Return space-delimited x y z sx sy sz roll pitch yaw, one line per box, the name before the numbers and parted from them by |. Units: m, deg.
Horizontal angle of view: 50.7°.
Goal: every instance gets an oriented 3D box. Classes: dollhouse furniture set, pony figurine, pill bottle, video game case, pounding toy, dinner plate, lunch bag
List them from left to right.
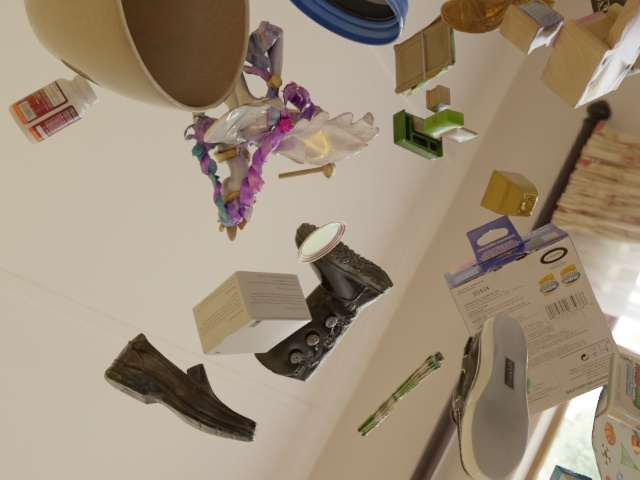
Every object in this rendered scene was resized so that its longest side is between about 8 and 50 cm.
pill bottle | -0.508 -0.257 1.296 0.152 0.086 0.086 -32 -48 -11
pony figurine | -0.115 -0.218 1.244 0.302 0.351 0.364 8 -118 -39
pounding toy | -0.078 -0.262 1.734 0.155 0.269 0.154 -56 -14 -33
dinner plate | 0.000 0.000 1.557 0.141 0.017 0.141 -31 -25 -16
dollhouse furniture set | 0.304 -0.391 1.740 0.151 0.197 0.302 13 -111 -37
dollhouse furniture set | 0.280 -0.340 0.683 0.286 0.303 0.198 -25 -29 -26
lunch bag | 0.547 0.388 1.094 0.114 0.303 0.243 -7 -53 0
video game case | 0.456 0.223 0.903 0.157 0.143 0.019 -37 -29 -59

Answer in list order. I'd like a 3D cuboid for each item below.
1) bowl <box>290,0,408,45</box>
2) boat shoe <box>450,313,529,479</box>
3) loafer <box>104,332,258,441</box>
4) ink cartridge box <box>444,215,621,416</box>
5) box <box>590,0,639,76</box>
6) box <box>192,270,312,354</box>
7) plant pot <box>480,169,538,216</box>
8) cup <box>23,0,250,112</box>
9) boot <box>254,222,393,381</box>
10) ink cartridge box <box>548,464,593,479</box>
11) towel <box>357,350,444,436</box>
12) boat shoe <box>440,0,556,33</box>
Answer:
bowl | 0.057 -0.669 1.805 0.391 0.391 0.077 37 -101 -51
boat shoe | 0.185 0.182 0.776 0.080 0.076 0.229 34 -137 -13
loafer | -0.137 0.155 0.705 0.061 0.170 0.062 -63 4 -27
ink cartridge box | 0.444 0.146 1.445 0.270 0.151 0.396 -25 -81 8
box | 0.595 -0.396 1.203 0.045 0.190 0.184 36 -132 -51
box | -0.152 0.163 1.490 0.181 0.119 0.181 7 -36 -45
plant pot | 0.393 -0.088 1.374 0.081 0.083 0.082 3 -66 -30
cup | -0.285 -0.352 0.992 0.331 0.236 0.331 2 -90 -67
boot | -0.052 0.202 2.038 0.367 0.146 0.445 34 -69 -25
ink cartridge box | 0.352 0.394 0.919 0.180 0.060 0.104 -38 -30 -85
towel | 0.120 0.220 0.973 0.152 0.023 0.113 -46 -15 6
boat shoe | 0.416 -0.551 1.562 0.096 0.277 0.098 -57 -45 -32
